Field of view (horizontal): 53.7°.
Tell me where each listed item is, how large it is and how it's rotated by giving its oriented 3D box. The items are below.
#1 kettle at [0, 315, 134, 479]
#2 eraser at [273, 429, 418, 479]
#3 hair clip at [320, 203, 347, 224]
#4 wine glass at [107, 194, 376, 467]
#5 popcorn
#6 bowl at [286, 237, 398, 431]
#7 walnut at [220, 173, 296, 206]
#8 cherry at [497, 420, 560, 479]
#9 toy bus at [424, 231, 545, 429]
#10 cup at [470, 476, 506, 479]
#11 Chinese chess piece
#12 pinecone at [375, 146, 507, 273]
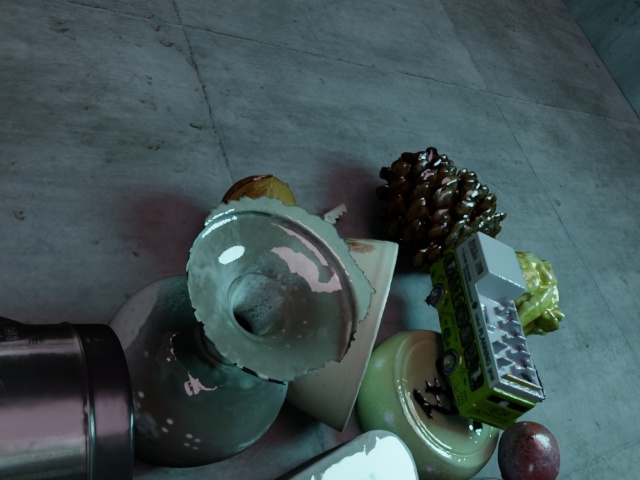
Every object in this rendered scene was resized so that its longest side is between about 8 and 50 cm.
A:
[{"bbox_3d":[-0.377,0.166,0.592,0.324,0.228,0.321,4,31,-34],"label":"kettle"},{"bbox_3d":[0.013,0.377,0.774,0.331,0.150,0.331,22,47,-26],"label":"eraser"},{"bbox_3d":[0.000,0.000,1.123,0.072,0.034,0.226,31,44,-16],"label":"hair clip"},{"bbox_3d":[-0.122,0.125,0.721,0.238,0.323,0.238,22,49,-28],"label":"wine glass"},{"bbox_3d":[0.385,0.115,1.245,0.167,0.185,0.187,-28,88,-28],"label":"popcorn"},{"bbox_3d":[0.007,0.116,0.898,0.145,0.277,0.277,19,46,3],"label":"bowl"},{"bbox_3d":[-0.098,-0.015,0.961,0.144,0.180,0.144,10,15,-3],"label":"walnut"},{"bbox_3d":[0.323,0.363,1.011,0.090,0.225,0.107,-7,47,-3],"label":"cherry"},{"bbox_3d":[0.264,0.136,1.014,0.113,0.139,0.302,23,40,-23],"label":"toy bus"},{"bbox_3d":[0.252,0.417,0.836,0.167,0.221,0.202,-70,158,-11],"label":"cup"},{"bbox_3d":[0.175,0.265,1.022,0.250,0.101,0.250,22,48,-26],"label":"Chinese chess piece"},{"bbox_3d":[0.216,-0.052,1.206,0.224,0.224,0.272,-13,55,-43],"label":"pinecone"}]
